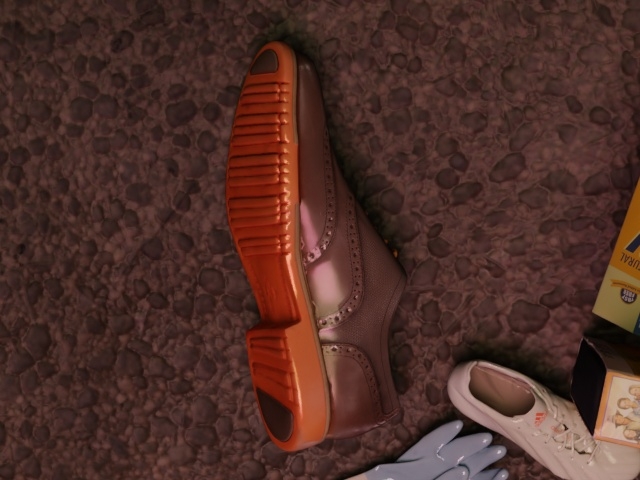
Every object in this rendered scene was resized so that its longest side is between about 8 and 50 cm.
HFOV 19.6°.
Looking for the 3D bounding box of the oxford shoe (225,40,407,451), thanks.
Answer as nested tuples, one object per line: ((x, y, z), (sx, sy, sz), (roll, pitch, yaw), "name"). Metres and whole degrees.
((0.000, 0.000, 1.670), (0.132, 0.130, 0.364), (-8, 98, -24), "oxford shoe")

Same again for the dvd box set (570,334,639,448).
((0.426, 0.161, 1.543), (0.420, 0.307, 0.062), (12, 93, 5), "dvd box set")

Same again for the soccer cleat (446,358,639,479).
((0.205, 0.167, 1.682), (0.196, 0.076, 0.068), (26, 73, 1), "soccer cleat")

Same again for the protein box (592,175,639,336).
((0.361, -0.009, 1.542), (0.136, 0.200, 0.201), (29, 110, 36), "protein box")

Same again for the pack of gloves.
((0.110, 0.283, 1.744), (0.232, 0.046, 0.195), (-30, 87, 24), "pack of gloves")
